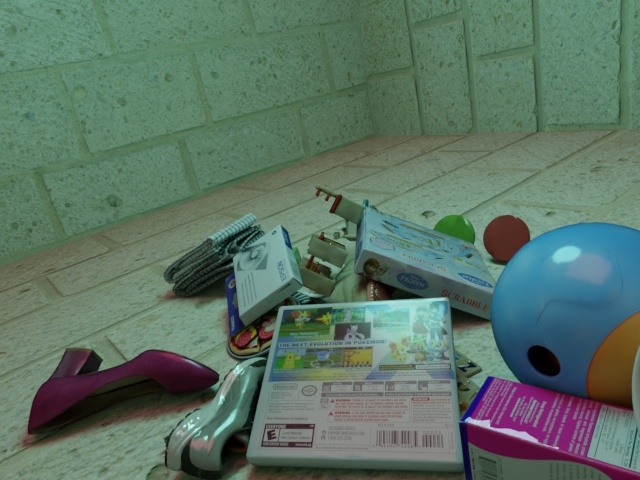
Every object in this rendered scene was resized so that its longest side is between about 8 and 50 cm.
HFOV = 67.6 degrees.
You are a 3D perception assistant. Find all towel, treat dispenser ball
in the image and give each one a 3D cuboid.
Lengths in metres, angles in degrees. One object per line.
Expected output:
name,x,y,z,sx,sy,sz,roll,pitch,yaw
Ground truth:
towel,-0.323,0.049,1.503,0.284,0.121,0.235,-30,7,32
treat dispenser ball,0.408,0.116,0.715,0.288,0.288,0.288,-11,20,4

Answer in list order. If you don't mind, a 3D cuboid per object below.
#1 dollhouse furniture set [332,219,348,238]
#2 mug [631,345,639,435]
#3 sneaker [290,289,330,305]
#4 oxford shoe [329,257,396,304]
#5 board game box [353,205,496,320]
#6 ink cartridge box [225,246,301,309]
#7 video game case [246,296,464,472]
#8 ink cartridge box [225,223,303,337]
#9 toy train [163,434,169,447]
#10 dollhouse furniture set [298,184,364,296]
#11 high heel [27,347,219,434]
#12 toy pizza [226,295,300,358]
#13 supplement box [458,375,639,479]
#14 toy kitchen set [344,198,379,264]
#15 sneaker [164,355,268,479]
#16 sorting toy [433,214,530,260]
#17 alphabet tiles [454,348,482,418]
dollhouse furniture set,0.100,-0.064,1.710,0.091,0.081,0.114,-3,22,25
mug,0.549,0.210,0.428,0.328,0.276,0.374,9,46,-21
sneaker,-0.053,0.165,1.195,0.171,0.063,0.075,4,19,28
oxford shoe,0.100,0.156,1.086,0.147,0.140,0.397,-34,15,14
board game box,0.241,0.039,1.146,0.319,0.065,0.318,19,21,-1
ink cartridge box,-0.153,0.109,1.367,0.160,0.092,0.219,-8,19,14
video game case,0.061,0.230,0.813,0.329,0.036,0.300,-5,44,15
ink cartridge box,-0.158,0.092,1.168,0.224,0.045,0.223,-37,36,12
toy train,-0.245,0.346,0.870,0.083,0.023,0.017,-27,24,-35
dollhouse furniture set,0.000,0.000,1.247,0.135,0.259,0.262,24,3,-2
high heel,-0.397,0.322,0.973,0.377,0.127,0.181,-2,50,16
toy pizza,-0.139,0.194,1.130,0.201,0.032,0.201,-23,27,13
supplement box,0.307,0.272,0.610,0.220,0.111,0.114,6,26,39
toy kitchen set,0.158,-0.015,1.480,0.122,0.207,0.166,-4,-14,23
sneaker,-0.148,0.308,0.839,0.108,0.100,0.271,17,29,18
sorting toy,0.424,-0.003,1.368,0.366,0.127,0.126,1,-6,40
alphabet tiles,0.193,0.256,0.879,0.198,0.009,0.237,-19,21,-19
